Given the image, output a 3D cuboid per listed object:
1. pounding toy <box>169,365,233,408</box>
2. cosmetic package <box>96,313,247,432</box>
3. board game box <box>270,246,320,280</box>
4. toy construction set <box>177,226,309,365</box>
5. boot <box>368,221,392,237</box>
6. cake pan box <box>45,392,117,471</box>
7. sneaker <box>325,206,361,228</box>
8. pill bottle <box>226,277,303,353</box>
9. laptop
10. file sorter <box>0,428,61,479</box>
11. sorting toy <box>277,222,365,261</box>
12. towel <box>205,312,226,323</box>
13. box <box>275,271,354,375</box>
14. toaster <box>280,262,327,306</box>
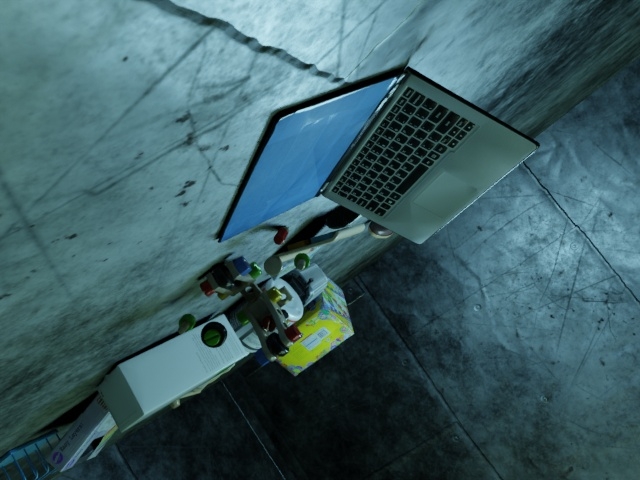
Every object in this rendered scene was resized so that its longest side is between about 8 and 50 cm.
[{"bbox_3d":[-0.427,0.431,1.795,0.269,0.154,0.155,-31,169,-32],"label":"pounding toy"},{"bbox_3d":[-0.422,0.374,1.526,0.365,0.155,0.197,-25,169,-46],"label":"cosmetic package"},{"bbox_3d":[-0.076,0.060,1.615,0.154,0.026,0.103,-30,169,-32],"label":"board game box"},{"bbox_3d":[-0.137,0.108,1.250,0.309,0.257,0.237,-61,-176,11],"label":"toy construction set"},{"bbox_3d":[0.291,-0.122,1.934,0.248,0.090,0.207,-26,154,-40],"label":"boot"},{"bbox_3d":[-0.678,0.561,1.610,0.267,0.070,0.246,-52,171,-11],"label":"cake pan box"},{"bbox_3d":[0.078,-0.066,1.452,0.161,0.057,0.075,-34,165,-26],"label":"sneaker"},{"bbox_3d":[-0.208,0.263,1.731,0.283,0.161,0.161,-39,170,20],"label":"pill bottle"},{"bbox_3d":[0.086,-0.080,0.935,0.382,0.407,0.237,-50,-163,56],"label":"laptop"},{"bbox_3d":[-0.855,0.659,1.558,0.118,0.105,0.170,-38,171,16],"label":"file sorter"},{"bbox_3d":[0.000,0.000,1.456,0.208,0.038,0.193,-22,178,29],"label":"sorting toy"},{"bbox_3d":[-0.336,0.255,1.695,0.060,0.009,0.083,-36,170,-3],"label":"towel"},{"bbox_3d":[-0.056,0.302,2.021,0.290,0.177,0.279,-39,-154,13],"label":"box"},{"bbox_3d":[-0.074,0.165,1.839,0.227,0.129,0.146,-44,171,31],"label":"toaster"}]
